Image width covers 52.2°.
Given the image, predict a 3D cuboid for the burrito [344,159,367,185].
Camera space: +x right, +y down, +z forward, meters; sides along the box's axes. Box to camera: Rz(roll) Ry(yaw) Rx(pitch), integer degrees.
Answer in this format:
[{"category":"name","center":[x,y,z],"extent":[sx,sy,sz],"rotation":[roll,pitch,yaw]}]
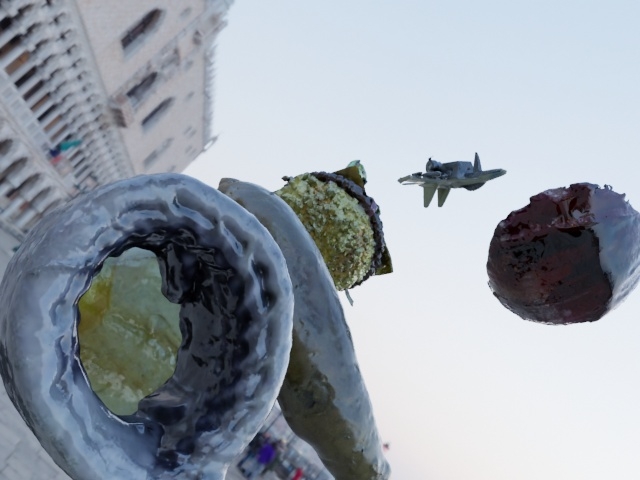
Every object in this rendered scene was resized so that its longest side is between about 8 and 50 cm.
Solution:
[{"category":"burrito","center":[0.005,-0.087,1.387],"extent":[0.054,0.288,0.104],"rotation":[24,-31,37]}]

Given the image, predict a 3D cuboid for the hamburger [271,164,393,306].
[{"category":"hamburger","center":[0.000,0.000,1.147],"extent":[0.243,0.138,0.262],"rotation":[-18,-76,37]}]

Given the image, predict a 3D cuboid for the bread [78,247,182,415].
[{"category":"bread","center":[-0.281,0.155,0.997],"extent":[0.341,0.301,0.210],"rotation":[33,-9,-18]}]

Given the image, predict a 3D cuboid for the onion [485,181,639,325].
[{"category":"onion","center":[0.462,0.042,1.231],"extent":[0.146,0.314,0.280],"rotation":[-83,150,-52]}]

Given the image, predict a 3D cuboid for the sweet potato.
[{"category":"sweet potato","center":[-0.020,0.114,0.717],"extent":[0.423,0.130,0.130],"rotation":[63,-15,4]}]

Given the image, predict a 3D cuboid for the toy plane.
[{"category":"toy plane","center":[0.266,-0.127,1.248],"extent":[0.262,0.192,0.088],"rotation":[156,-70,-63]}]

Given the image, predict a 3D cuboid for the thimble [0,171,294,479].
[{"category":"thimble","center":[-0.144,0.074,0.532],"extent":[0.157,0.217,0.246],"rotation":[-3,-89,59]}]
